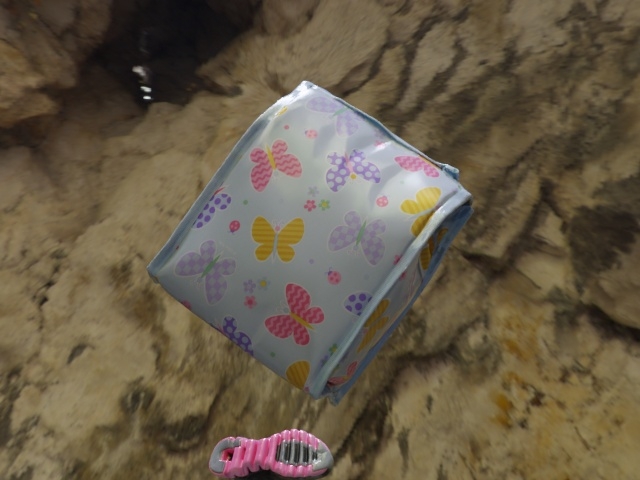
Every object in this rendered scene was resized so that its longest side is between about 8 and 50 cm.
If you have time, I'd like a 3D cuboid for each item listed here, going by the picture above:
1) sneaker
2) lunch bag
[{"bbox_3d":[-0.038,0.202,1.053,0.119,0.047,0.057,-5,-42,28],"label":"sneaker"},{"bbox_3d":[0.000,0.000,0.376,0.071,0.053,0.083,34,-92,14],"label":"lunch bag"}]
